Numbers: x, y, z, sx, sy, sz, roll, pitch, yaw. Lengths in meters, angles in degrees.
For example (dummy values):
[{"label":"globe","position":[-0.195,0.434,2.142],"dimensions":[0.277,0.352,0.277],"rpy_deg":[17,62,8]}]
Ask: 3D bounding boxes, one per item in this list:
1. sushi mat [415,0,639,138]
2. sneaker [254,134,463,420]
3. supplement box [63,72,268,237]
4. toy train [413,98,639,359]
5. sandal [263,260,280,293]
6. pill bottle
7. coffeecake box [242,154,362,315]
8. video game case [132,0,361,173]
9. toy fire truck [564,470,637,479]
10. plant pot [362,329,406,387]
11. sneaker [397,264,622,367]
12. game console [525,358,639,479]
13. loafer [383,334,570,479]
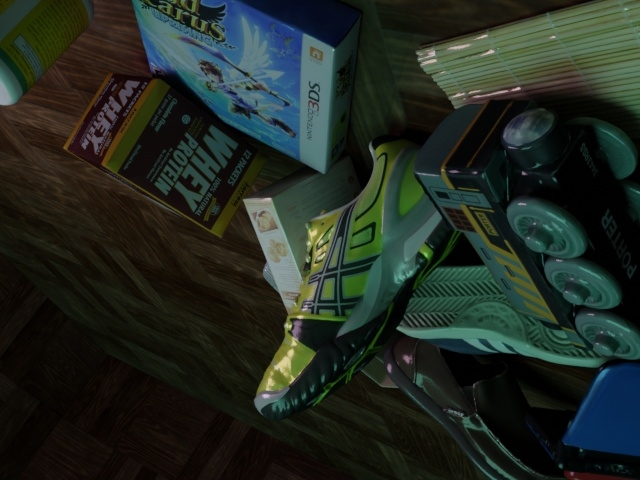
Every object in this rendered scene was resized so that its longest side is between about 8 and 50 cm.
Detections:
[{"label":"sushi mat","position":[0.234,-0.142,0.692],"dimensions":[0.317,0.019,0.151],"rpy_deg":[0,142,52]},{"label":"sneaker","position":[0.034,0.048,0.939],"dimensions":[0.147,0.384,0.145],"rpy_deg":[38,-174,16]},{"label":"supplement box","position":[-0.215,-0.121,1.066],"dimensions":[0.191,0.129,0.194],"rpy_deg":[34,173,-35]},{"label":"toy train","position":[0.236,-0.006,0.784],"dimensions":[0.190,0.142,0.334],"rpy_deg":[15,154,49]},{"label":"sandal","position":[-0.011,0.057,1.301],"dimensions":[0.169,0.102,0.416],"rpy_deg":[44,169,-11]},{"label":"pill bottle","position":[-0.348,-0.272,0.927],"dimensions":[0.118,0.208,0.117],"rpy_deg":[27,156,13]},{"label":"coffeecake box","position":[0.000,0.000,1.031],"dimensions":[0.068,0.142,0.185],"rpy_deg":[1,117,51]},{"label":"video game case","position":[-0.091,-0.216,0.903],"dimensions":[0.270,0.061,0.244],"rpy_deg":[28,155,11]},{"label":"toy fire truck","position":[0.501,0.373,1.087],"dimensions":[0.302,0.169,0.254],"rpy_deg":[20,176,26]},{"label":"plant pot","position":[0.124,0.195,1.397],"dimensions":[0.109,0.096,0.109],"rpy_deg":[41,156,-17]},{"label":"sneaker","position":[0.267,0.096,1.019],"dimensions":[0.350,0.131,0.148],"rpy_deg":[6,167,36]},{"label":"game console","position":[0.444,0.213,0.989],"dimensions":[0.293,0.173,0.250],"rpy_deg":[8,-172,-1]},{"label":"loafer","position":[0.267,0.265,1.241],"dimensions":[0.366,0.134,0.130],"rpy_deg":[38,121,11]}]
